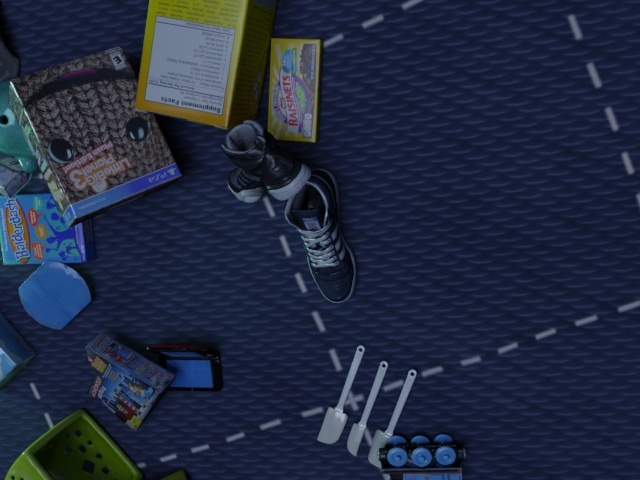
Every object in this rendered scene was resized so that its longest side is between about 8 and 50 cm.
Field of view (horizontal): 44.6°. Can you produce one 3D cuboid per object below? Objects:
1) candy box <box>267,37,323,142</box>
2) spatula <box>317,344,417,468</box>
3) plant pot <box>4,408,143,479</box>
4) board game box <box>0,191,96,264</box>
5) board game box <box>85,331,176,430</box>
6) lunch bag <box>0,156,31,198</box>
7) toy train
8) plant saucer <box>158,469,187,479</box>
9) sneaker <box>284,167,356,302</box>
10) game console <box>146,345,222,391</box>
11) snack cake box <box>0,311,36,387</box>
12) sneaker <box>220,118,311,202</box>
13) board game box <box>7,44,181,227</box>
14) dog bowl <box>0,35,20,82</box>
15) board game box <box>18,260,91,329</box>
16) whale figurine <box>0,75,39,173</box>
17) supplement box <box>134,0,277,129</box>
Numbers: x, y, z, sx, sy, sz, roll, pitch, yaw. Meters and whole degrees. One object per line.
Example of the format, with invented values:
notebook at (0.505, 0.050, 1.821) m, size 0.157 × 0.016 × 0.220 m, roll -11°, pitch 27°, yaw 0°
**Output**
candy box at (-0.052, -0.304, 1.583) m, size 0.105 × 0.027 × 0.205 m, roll 5°, pitch 100°, yaw 15°
spatula at (0.108, 0.356, 1.665) m, size 0.168 × 0.019 × 0.242 m, roll 23°, pitch 103°, yaw 14°
plant pot at (-0.581, 0.556, 1.752) m, size 0.207 × 0.227 × 0.228 m, roll -42°, pitch 89°, yaw 22°
board game box at (-0.616, -0.029, 1.747) m, size 0.210 × 0.047 × 0.160 m, roll -2°, pitch 99°, yaw 14°
board game box at (-0.441, 0.305, 1.732) m, size 0.194 × 0.060 × 0.194 m, roll 39°, pitch 131°, yaw 2°
lunch bag at (-0.689, -0.146, 1.728) m, size 0.071 × 0.053 × 0.083 m, roll 28°, pitch 61°, yaw 20°
toy train at (0.210, 0.465, 1.620) m, size 0.184 × 0.080 × 0.105 m, roll -3°, pitch 102°, yaw 5°
plant saucer at (-0.353, 0.634, 1.731) m, size 0.045 × 0.188 × 0.188 m, roll 1°, pitch 102°, yaw 48°
sneaker at (0.000, 0.000, 1.556) m, size 0.099 × 0.153 × 0.282 m, roll -9°, pitch 97°, yaw 14°
game console at (-0.298, 0.281, 1.711) m, size 0.144 × 0.124 × 0.085 m, roll -2°, pitch 72°, yaw 13°
snack cake box at (-0.813, 0.224, 1.814) m, size 0.152 × 0.089 × 0.264 m, roll -43°, pitch 89°, yaw 17°
sneaker at (-0.135, -0.157, 1.513) m, size 0.153 × 0.269 × 0.101 m, roll 48°, pitch 69°, yaw -25°
board game box at (-0.457, -0.208, 1.576) m, size 0.232 × 0.141 × 0.291 m, roll -26°, pitch 94°, yaw -23°
dog bowl at (-0.838, -0.409, 1.707) m, size 0.349 × 0.102 × 0.348 m, roll 2°, pitch 100°, yaw 13°
board game box at (-0.597, 0.117, 1.767) m, size 0.169 × 0.033 × 0.133 m, roll -41°, pitch 100°, yaw 19°
whale figurine at (-0.594, -0.236, 1.659) m, size 0.272 × 0.141 × 0.216 m, roll 31°, pitch 104°, yaw 4°
supplement box at (-0.211, -0.409, 1.515) m, size 0.194 × 0.195 × 0.356 m, roll 13°, pitch 101°, yaw 11°
